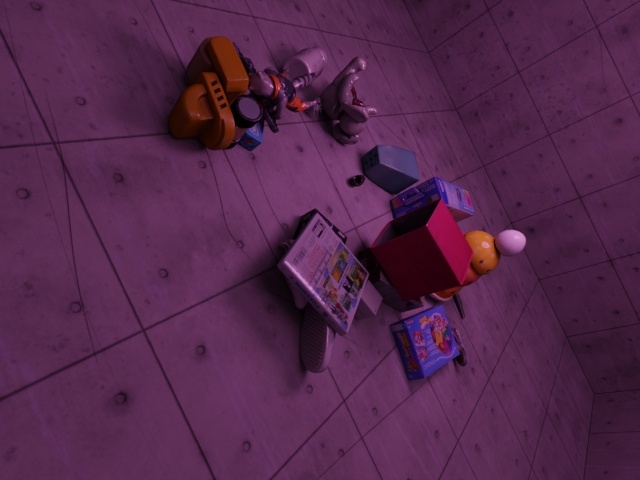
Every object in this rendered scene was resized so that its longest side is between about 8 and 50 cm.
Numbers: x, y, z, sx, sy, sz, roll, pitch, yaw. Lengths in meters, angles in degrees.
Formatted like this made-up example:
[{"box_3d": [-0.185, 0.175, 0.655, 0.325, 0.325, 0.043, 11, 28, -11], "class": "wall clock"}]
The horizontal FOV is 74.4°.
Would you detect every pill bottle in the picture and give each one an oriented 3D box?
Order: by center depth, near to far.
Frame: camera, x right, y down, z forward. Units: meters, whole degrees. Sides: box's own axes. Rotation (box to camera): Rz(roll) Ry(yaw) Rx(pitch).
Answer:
[{"box_3d": [-0.059, -0.761, 1.837, 0.131, 0.131, 0.229, 51, 41, -16], "class": "pill bottle"}]

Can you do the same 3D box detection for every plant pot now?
[{"box_3d": [0.326, -0.353, 2.028, 0.235, 0.166, 0.165, 13, 60, -35], "class": "plant pot"}]

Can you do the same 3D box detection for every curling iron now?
[{"box_3d": [0.713, 0.272, 2.208, 0.068, 0.035, 0.273, 2, 69, -47], "class": "curling iron"}]

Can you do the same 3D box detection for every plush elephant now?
[{"box_3d": [0.129, -0.582, 1.856, 0.255, 0.272, 0.330, 45, 70, -3], "class": "plush elephant"}]

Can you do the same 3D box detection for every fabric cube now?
[{"box_3d": [0.391, 0.037, 1.617, 0.258, 0.259, 0.254, 56, 38, -11], "class": "fabric cube"}]

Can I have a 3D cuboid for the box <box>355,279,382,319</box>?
[{"box_3d": [0.160, 0.223, 1.582, 0.101, 0.087, 0.102, 52, 41, -15], "class": "box"}]

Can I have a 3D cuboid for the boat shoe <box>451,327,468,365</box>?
[{"box_3d": [0.631, 0.499, 1.980, 0.066, 0.066, 0.183, 15, 49, -38], "class": "boat shoe"}]

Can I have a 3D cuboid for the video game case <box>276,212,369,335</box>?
[{"box_3d": [0.025, 0.097, 1.374, 0.300, 0.036, 0.329, 49, 33, -12], "class": "video game case"}]

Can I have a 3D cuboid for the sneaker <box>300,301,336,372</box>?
[{"box_3d": [0.033, 0.259, 1.386, 0.150, 0.135, 0.365, 27, 52, -32], "class": "sneaker"}]

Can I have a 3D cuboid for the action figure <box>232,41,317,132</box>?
[{"box_3d": [-0.163, -0.571, 1.489, 0.341, 0.179, 0.330, 60, 28, -7], "class": "action figure"}]

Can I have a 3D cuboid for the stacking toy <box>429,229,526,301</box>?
[{"box_3d": [0.697, 0.062, 1.953, 0.351, 0.480, 0.350, 25, 53, -37], "class": "stacking toy"}]

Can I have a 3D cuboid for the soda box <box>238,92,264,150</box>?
[{"box_3d": [-0.245, -0.428, 1.503, 0.071, 0.067, 0.209, 27, 52, -36], "class": "soda box"}]

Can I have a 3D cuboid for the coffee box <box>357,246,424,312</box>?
[{"box_3d": [0.292, 0.159, 1.737, 0.297, 0.119, 0.168, 32, 49, -33], "class": "coffee box"}]

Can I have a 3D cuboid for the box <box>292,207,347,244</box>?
[{"box_3d": [0.000, 0.000, 1.533, 0.180, 0.078, 0.147, 42, 43, -25], "class": "box"}]

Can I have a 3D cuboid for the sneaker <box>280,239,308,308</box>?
[{"box_3d": [-0.085, 0.110, 1.390, 0.095, 0.090, 0.234, 5, 67, -23], "class": "sneaker"}]

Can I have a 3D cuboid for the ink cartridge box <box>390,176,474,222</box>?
[{"box_3d": [0.534, -0.168, 2.062, 0.396, 0.270, 0.151, 7, 63, -46], "class": "ink cartridge box"}]

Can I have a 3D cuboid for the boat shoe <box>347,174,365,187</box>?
[{"box_3d": [0.171, -0.271, 1.900, 0.133, 0.042, 0.048, -29, 90, -52], "class": "boat shoe"}]

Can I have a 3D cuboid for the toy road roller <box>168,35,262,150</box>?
[{"box_3d": [-0.353, -0.439, 1.292, 0.241, 0.203, 0.329, -20, 87, -40], "class": "toy road roller"}]

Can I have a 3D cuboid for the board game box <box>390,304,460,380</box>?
[{"box_3d": [0.455, 0.426, 1.806, 0.347, 0.078, 0.233, -6, 74, -49], "class": "board game box"}]
